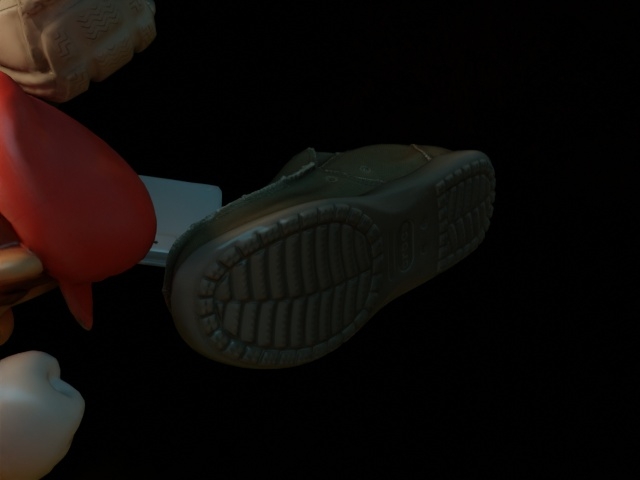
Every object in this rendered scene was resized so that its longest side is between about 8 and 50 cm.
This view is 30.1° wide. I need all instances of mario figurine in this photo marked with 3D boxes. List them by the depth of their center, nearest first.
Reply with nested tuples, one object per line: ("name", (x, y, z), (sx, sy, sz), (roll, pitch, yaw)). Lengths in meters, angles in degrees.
("mario figurine", (-0.227, 0.040, 0.556), (0.321, 0.170, 0.198), (-19, 89, -22))

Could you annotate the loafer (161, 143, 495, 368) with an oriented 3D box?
("loafer", (0.000, 0.000, 0.684), (0.087, 0.094, 0.251), (20, 26, 38))

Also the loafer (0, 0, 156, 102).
("loafer", (-0.207, -0.160, 0.665), (0.319, 0.111, 0.112), (17, 51, 45))

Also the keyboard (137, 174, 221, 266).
("keyboard", (-0.183, -0.024, 0.688), (0.256, 0.014, 0.072), (8, 39, -12))

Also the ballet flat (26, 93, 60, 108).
("ballet flat", (-0.167, -0.178, 0.805), (0.058, 0.084, 0.249), (16, 48, 1))
